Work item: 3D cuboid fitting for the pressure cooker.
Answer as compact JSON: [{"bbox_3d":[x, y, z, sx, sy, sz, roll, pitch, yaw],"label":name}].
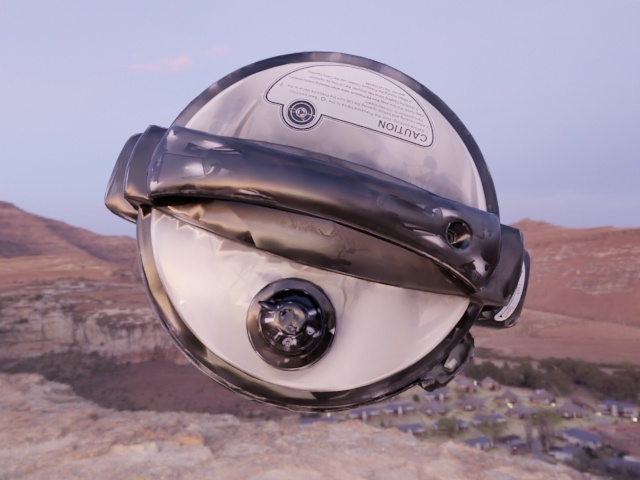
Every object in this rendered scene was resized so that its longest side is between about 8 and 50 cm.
[{"bbox_3d":[0.000,0.006,0.623,0.369,0.376,0.420,-26,-10,-7],"label":"pressure cooker"}]
